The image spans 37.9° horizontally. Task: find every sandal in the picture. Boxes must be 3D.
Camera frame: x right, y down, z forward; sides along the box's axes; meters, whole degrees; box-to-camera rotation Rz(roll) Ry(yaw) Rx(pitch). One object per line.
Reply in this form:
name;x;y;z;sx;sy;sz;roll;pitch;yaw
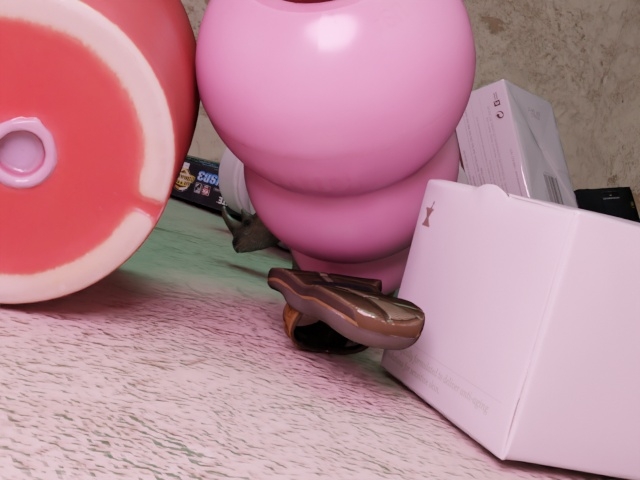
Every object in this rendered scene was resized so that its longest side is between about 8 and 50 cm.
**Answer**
sandal;0.013;0.057;0.663;0.090;0.060;0.219;9;4;-18

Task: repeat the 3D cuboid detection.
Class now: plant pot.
plant pot;-0.204;-0.090;0.645;0.275;0.275;0.243;13;16;-18

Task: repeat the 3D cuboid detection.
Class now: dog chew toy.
dog chew toy;0.021;-0.077;0.750;0.206;0.207;0.332;18;-37;24

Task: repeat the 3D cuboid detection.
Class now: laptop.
laptop;0.539;0.024;1.474;0.136;0.264;0.234;-20;-9;38

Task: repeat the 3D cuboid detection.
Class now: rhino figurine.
rhino figurine;0.000;0.000;0.951;0.243;0.106;0.073;18;6;26

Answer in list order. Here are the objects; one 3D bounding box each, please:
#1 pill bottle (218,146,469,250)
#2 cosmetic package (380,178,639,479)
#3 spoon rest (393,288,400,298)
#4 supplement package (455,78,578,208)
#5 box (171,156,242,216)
pill bottle;0.019;-0.058;1.210;0.318;0.176;0.176;20;7;38
cosmetic package;0.253;0.075;0.653;0.365;0.155;0.197;12;6;-18
spoon rest;0.207;0.071;0.933;0.276;0.084;0.137;16;6;18
supplement package;0.188;-0.085;1.342;0.293;0.175;0.177;-19;-15;34
box;-0.110;-0.077;1.588;0.293;0.073;0.295;20;7;37
